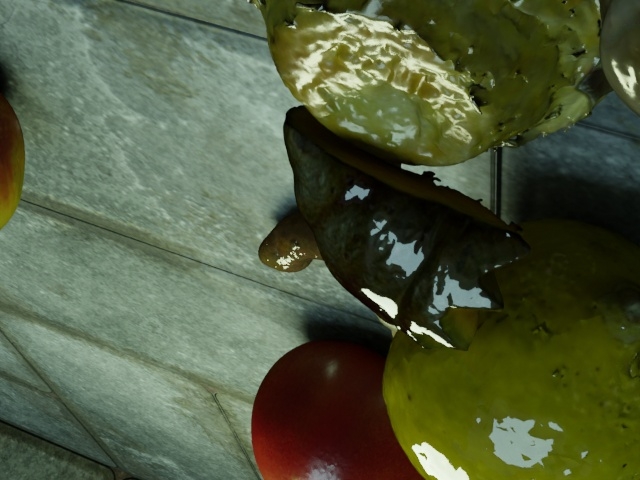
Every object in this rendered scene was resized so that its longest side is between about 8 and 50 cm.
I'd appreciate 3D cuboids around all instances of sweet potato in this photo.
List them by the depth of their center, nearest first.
[{"bbox_3d":[-0.003,-0.002,1.147,0.065,0.051,0.218,43,150,-24],"label":"sweet potato"}]

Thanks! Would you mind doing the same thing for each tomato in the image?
[{"bbox_3d":[0.046,0.268,1.420,0.298,0.226,0.298,20,158,9],"label":"tomato"}]

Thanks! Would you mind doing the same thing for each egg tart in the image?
[{"bbox_3d":[0.058,-0.137,0.749,0.294,0.116,0.295,20,155,10],"label":"egg tart"}]

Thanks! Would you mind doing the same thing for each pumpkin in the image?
[{"bbox_3d":[0.028,-0.008,0.842,0.149,0.130,0.254,11,-159,-25],"label":"pumpkin"}]

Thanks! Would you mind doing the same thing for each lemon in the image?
[{"bbox_3d":[0.186,0.111,0.932,0.258,0.258,0.310,30,153,-8],"label":"lemon"}]

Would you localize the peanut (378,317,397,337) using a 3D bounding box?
[{"bbox_3d":[0.114,0.074,1.140,0.104,0.086,0.228,-8,144,17],"label":"peanut"}]

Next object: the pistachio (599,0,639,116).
[{"bbox_3d":[0.222,-0.120,0.643,0.108,0.126,0.185,63,-175,38],"label":"pistachio"}]

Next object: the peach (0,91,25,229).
[{"bbox_3d":[-0.432,-0.090,1.206,0.231,0.231,0.231,22,155,11],"label":"peach"}]
